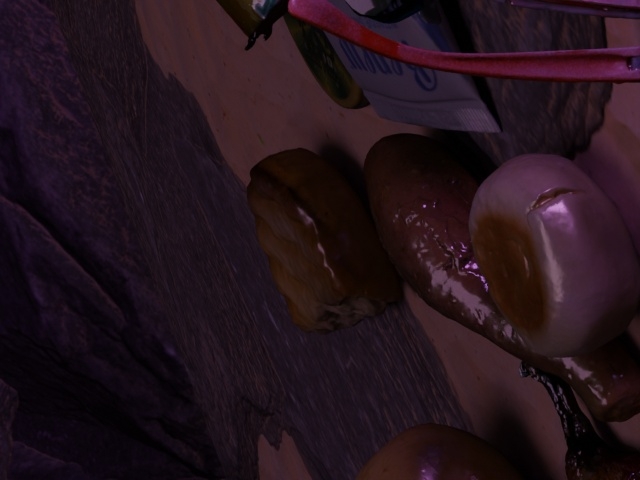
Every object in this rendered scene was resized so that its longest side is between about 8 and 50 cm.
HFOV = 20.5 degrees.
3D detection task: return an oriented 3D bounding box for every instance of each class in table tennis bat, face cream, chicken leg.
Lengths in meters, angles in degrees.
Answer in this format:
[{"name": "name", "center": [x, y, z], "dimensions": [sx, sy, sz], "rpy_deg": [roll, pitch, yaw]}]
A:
[{"name": "table tennis bat", "center": [-0.013, -0.265, 1.677], "dimensions": [0.198, 0.050, 0.321], "rpy_deg": [48, 160, 50]}, {"name": "face cream", "center": [0.008, -0.278, 1.482], "dimensions": [0.420, 0.137, 0.235], "rpy_deg": [61, 162, -18]}, {"name": "chicken leg", "center": [0.233, 0.184, 1.443], "dimensions": [0.253, 0.051, 0.106], "rpy_deg": [-129, 27, -49]}]

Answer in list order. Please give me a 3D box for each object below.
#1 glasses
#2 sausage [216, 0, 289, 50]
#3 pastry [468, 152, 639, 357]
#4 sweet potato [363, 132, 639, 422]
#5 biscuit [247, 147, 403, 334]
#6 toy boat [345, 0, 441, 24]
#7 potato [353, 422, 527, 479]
[{"name": "glasses", "center": [0.130, -0.105, 0.973], "dimensions": [0.234, 0.268, 0.118], "rpy_deg": [172, 95, -77]}, {"name": "sausage", "center": [-0.106, -0.307, 1.354], "dimensions": [0.317, 0.125, 0.117], "rpy_deg": [49, -156, -7]}, {"name": "pastry", "center": [0.175, 0.009, 1.309], "dimensions": [0.156, 0.092, 0.156], "rpy_deg": [55, 162, 28]}, {"name": "sweet potato", "center": [0.129, 0.021, 1.466], "dimensions": [0.385, 0.109, 0.109], "rpy_deg": [53, 159, 45]}, {"name": "biscuit", "center": [0.001, -0.001, 1.914], "dimensions": [0.213, 0.091, 0.274], "rpy_deg": [65, 167, -2]}, {"name": "toy boat", "center": [0.039, -0.307, 1.313], "dimensions": [0.092, 0.134, 0.299], "rpy_deg": [1, -113, -62]}, {"name": "potato", "center": [0.125, 0.297, 1.696], "dimensions": [0.242, 0.242, 0.285], "rpy_deg": [85, 172, -49]}]
